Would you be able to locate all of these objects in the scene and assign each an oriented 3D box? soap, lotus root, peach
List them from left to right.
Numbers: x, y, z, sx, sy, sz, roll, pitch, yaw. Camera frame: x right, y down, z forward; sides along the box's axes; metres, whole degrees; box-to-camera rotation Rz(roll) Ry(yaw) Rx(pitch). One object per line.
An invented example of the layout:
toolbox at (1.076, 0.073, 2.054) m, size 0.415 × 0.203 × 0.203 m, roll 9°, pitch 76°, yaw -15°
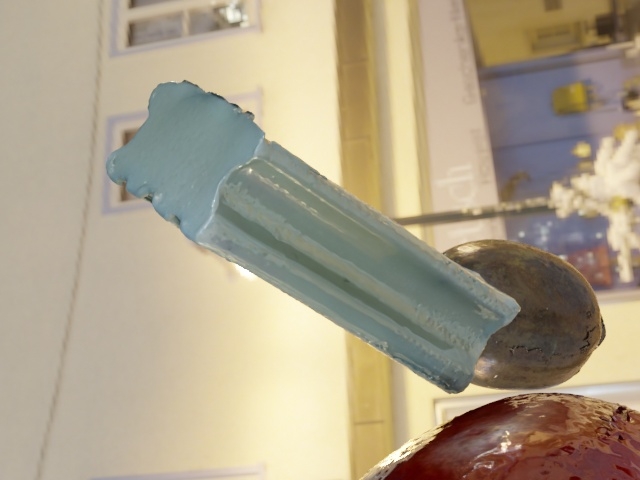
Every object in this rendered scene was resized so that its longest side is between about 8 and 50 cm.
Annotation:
soap at (0.000, 0.000, 0.577) m, size 0.198 × 0.114 × 0.063 m, roll 32°, pitch -89°, yaw -39°
lotus root at (0.144, 0.060, 0.909) m, size 0.209 × 0.120 × 0.120 m, roll 9°, pitch -112°, yaw -29°
peach at (0.111, 0.148, 0.516) m, size 0.267 × 0.154 × 0.159 m, roll 16°, pitch -120°, yaw -67°
